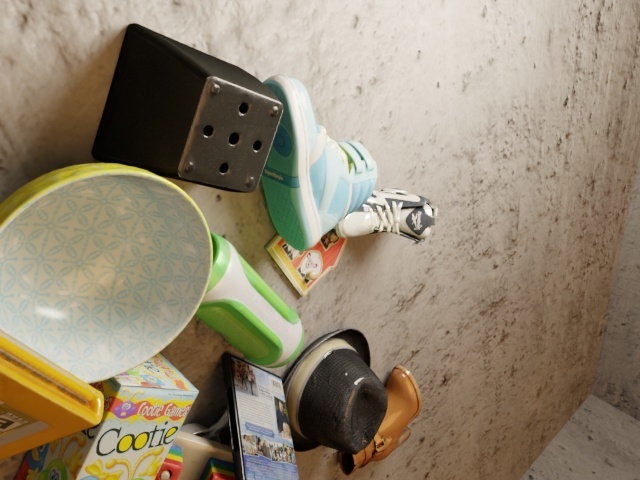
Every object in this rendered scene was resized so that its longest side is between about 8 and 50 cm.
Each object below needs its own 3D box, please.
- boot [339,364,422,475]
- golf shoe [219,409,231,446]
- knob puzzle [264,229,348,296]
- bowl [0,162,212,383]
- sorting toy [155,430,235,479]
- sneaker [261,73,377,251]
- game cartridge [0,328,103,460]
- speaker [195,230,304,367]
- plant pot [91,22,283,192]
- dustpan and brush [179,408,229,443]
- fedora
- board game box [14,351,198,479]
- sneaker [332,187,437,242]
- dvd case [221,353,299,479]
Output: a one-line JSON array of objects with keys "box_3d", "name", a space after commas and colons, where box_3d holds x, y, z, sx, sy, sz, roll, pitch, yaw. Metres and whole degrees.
[{"box_3d": [0.145, 0.474, 1.501, 0.220, 0.109, 0.283, -19, 132, -33], "name": "boot"}, {"box_3d": [-0.163, 0.393, 1.152, 0.086, 0.067, 0.186, 20, 97, -50], "name": "golf shoe"}, {"box_3d": [0.000, 0.000, 1.124, 0.213, 0.030, 0.213, -23, 126, -35], "name": "knob puzzle"}, {"box_3d": [-0.299, 0.020, 0.728, 0.289, 0.156, 0.289, -22, 129, -30], "name": "bowl"}, {"box_3d": [-0.250, 0.484, 1.010, 0.257, 0.089, 0.255, 24, 95, -20], "name": "sorting toy"}, {"box_3d": [0.001, -0.155, 0.971, 0.208, 0.127, 0.319, -34, 139, -28], "name": "sneaker"}, {"box_3d": [-0.459, 0.183, 0.618, 0.323, 0.053, 0.285, -24, 136, 9], "name": "game cartridge"}, {"box_3d": [-0.138, 0.110, 0.971, 0.131, 0.131, 0.296, -50, 138, -12], "name": "speaker"}, {"box_3d": [-0.163, -0.156, 0.767, 0.187, 0.167, 0.188, 10, 106, -47], "name": "plant pot"}, {"box_3d": [-0.226, 0.377, 1.083, 0.211, 0.060, 0.147, -52, 139, -10], "name": "dustpan and brush"}, {"box_3d": [0.050, 0.370, 1.290, 0.334, 0.152, 0.334, -23, 127, -35], "name": "fedora"}, {"box_3d": [-0.333, 0.310, 0.874, 0.142, 0.144, 0.275, 24, 93, -49], "name": "board game box"}, {"box_3d": [0.143, -0.046, 1.130, 0.235, 0.153, 0.094, -10, 109, -48], "name": "sneaker"}, {"box_3d": [-0.110, 0.350, 1.069, 0.022, 0.253, 0.180, -28, 142, 18], "name": "dvd case"}]
